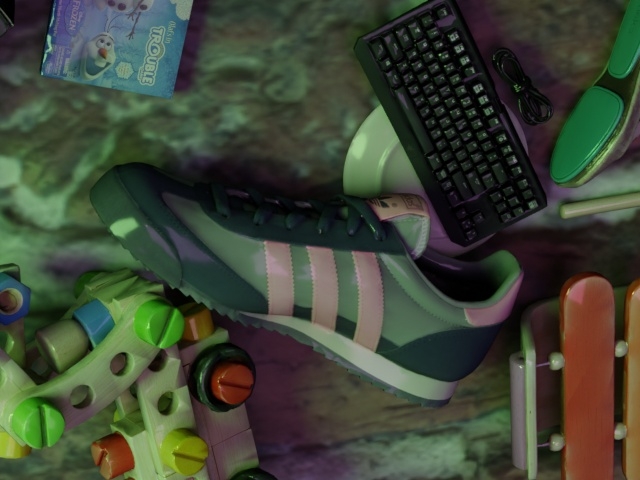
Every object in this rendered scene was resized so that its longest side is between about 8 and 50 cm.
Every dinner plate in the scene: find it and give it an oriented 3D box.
[{"bbox_3d":[0.087,-0.047,0.987,0.141,0.017,0.141,-4,112,-11],"label":"dinner plate"}]

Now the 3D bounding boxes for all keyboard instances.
[{"bbox_3d":[0.108,-0.088,0.953,0.108,0.023,0.180,-29,116,0],"label":"keyboard"}]

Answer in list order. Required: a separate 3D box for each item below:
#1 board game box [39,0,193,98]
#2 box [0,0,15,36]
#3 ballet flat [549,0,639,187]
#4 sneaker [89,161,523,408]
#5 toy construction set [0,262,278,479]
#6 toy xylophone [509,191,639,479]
[{"bbox_3d":[-0.133,-0.145,0.893,0.090,0.020,0.090,8,111,-17],"label":"board game box"},{"bbox_3d":[-0.275,-0.121,0.802,0.180,0.147,0.077,-36,116,3],"label":"box"},{"bbox_3d":[0.224,-0.106,0.972,0.052,0.057,0.168,16,109,-29],"label":"ballet flat"},{"bbox_3d":[0.000,0.000,0.936,0.319,0.112,0.131,26,112,-30],"label":"sneaker"},{"bbox_3d":[-0.149,0.155,0.947,0.215,0.151,0.327,-23,127,-29],"label":"toy construction set"},{"bbox_3d":[0.285,0.070,1.045,0.323,0.081,0.236,-16,115,-6],"label":"toy xylophone"}]
